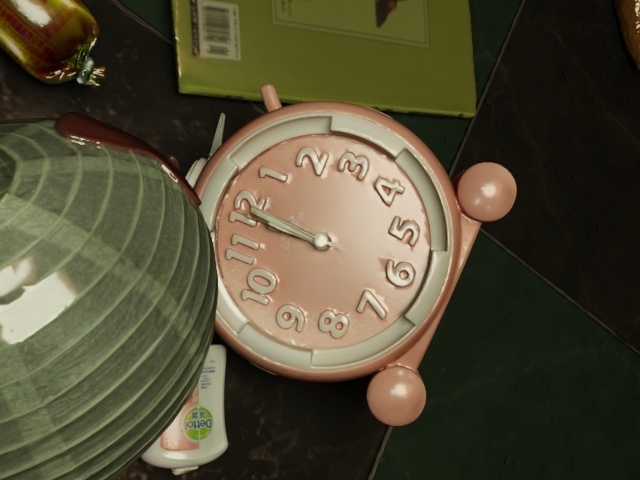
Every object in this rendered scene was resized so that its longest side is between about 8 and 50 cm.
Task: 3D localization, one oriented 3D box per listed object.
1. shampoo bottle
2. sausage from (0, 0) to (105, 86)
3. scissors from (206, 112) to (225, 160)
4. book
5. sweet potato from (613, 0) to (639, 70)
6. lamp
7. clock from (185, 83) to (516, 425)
[{"bbox_3d":[-0.109,0.134,0.560,0.072,0.043,0.099,2,79,-28],"label":"shampoo bottle"},{"bbox_3d":[-0.301,-0.248,0.507,0.371,0.082,0.082,42,63,-17],"label":"sausage"},{"bbox_3d":[-0.095,-0.076,0.631,0.036,0.006,0.083,15,73,-25],"label":"scissors"},{"bbox_3d":[0.011,-0.248,0.708,0.352,0.035,0.239,-1,84,-32],"label":"book"},{"bbox_3d":[0.418,-0.371,0.950,0.072,0.066,0.314,6,80,-22],"label":"sweet potato"},{"bbox_3d":[-0.181,0.038,0.430,0.265,0.233,0.233,-26,94,-24],"label":"lamp"},{"bbox_3d":[0.000,0.000,0.585,0.241,0.142,0.227,23,90,-1],"label":"clock"}]
